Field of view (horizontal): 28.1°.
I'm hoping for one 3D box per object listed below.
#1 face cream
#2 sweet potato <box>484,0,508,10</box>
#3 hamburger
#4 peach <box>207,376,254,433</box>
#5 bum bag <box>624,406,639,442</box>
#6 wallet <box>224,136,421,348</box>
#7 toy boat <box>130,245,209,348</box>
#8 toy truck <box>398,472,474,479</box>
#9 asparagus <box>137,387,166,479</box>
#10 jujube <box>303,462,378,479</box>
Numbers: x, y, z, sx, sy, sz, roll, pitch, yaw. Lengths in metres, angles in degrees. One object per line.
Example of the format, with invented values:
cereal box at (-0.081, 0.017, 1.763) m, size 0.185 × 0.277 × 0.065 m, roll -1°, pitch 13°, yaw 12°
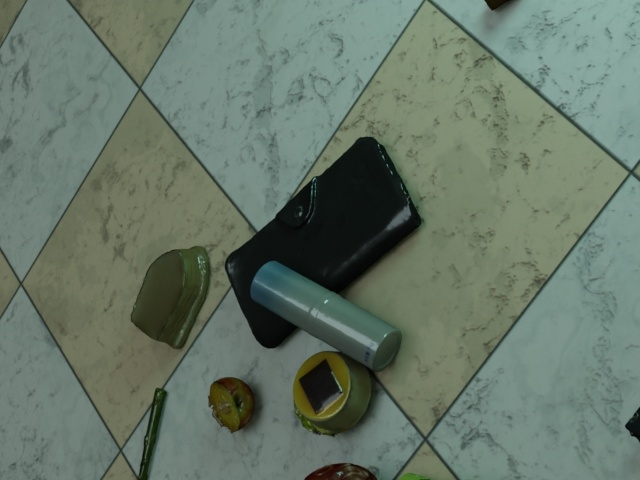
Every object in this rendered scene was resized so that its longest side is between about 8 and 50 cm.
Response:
face cream at (0.006, 0.116, 2.003) m, size 0.250 × 0.077 × 0.077 m, roll 28°, pitch 100°, yaw 28°
sweet potato at (0.288, -0.397, 1.926) m, size 0.117 × 0.049 × 0.049 m, roll -40°, pitch 56°, yaw 24°
hamburger at (0.017, 0.240, 2.000) m, size 0.141 × 0.081 × 0.126 m, roll -53°, pitch 52°, yaw 4°
peach at (-0.145, 0.273, 2.153) m, size 0.098 × 0.061 × 0.098 m, roll 34°, pitch 134°, yaw 45°
bum bag at (0.484, 0.270, 1.578) m, size 0.123 × 0.060 × 0.248 m, roll -57°, pitch 48°, yaw 18°
wallet at (0.000, 0.000, 2.093) m, size 0.377 × 0.051 × 0.197 m, roll -40°, pitch 58°, yaw 27°
toy boat at (-0.267, 0.092, 2.307) m, size 0.116 × 0.061 × 0.188 m, roll 31°, pitch 101°, yaw 43°
toy truck at (0.164, 0.394, 1.777) m, size 0.187 × 0.210 × 0.148 m, roll -2°, pitch 105°, yaw 30°
asparagus at (-0.312, 0.389, 2.303) m, size 0.024 × 0.025 × 0.248 m, roll 11°, pitch 86°, yaw 1°
jujube at (0.042, 0.446, 1.886) m, size 0.155 × 0.155 × 0.230 m, roll -35°, pitch 67°, yaw 32°
